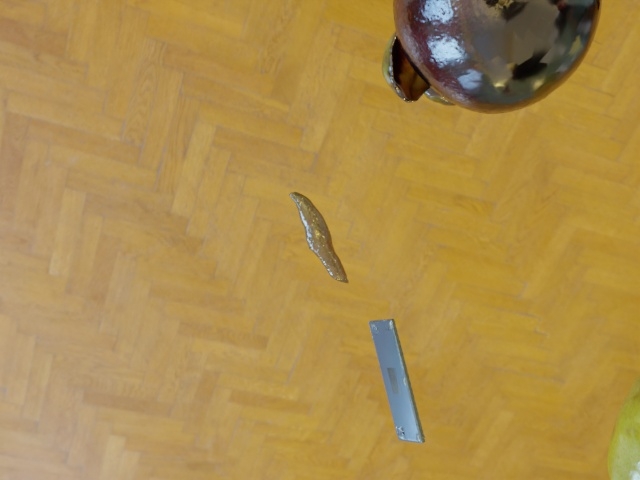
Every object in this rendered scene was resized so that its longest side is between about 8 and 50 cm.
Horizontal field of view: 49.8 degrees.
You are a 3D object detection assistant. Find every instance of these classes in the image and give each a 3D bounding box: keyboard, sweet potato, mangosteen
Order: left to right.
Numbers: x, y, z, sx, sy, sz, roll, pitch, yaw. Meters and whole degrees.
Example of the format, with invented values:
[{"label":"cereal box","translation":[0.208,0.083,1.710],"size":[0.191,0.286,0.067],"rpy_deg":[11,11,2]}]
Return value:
[{"label":"sweet potato","translation":[0.000,0.000,1.660],"size":[0.067,0.067,0.274],"rpy_deg":[-25,107,7]},{"label":"keyboard","translation":[0.107,0.197,0.972],"size":[0.014,0.055,0.176],"rpy_deg":[-14,88,-30]},{"label":"mangosteen","translation":[0.172,-0.244,0.761],"size":[0.228,0.228,0.265],"rpy_deg":[27,153,-21]}]

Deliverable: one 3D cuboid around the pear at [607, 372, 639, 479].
[{"label":"pear","translation":[0.437,0.200,0.617],"size":[0.304,0.304,0.304],"rpy_deg":[-3,120,-6]}]
